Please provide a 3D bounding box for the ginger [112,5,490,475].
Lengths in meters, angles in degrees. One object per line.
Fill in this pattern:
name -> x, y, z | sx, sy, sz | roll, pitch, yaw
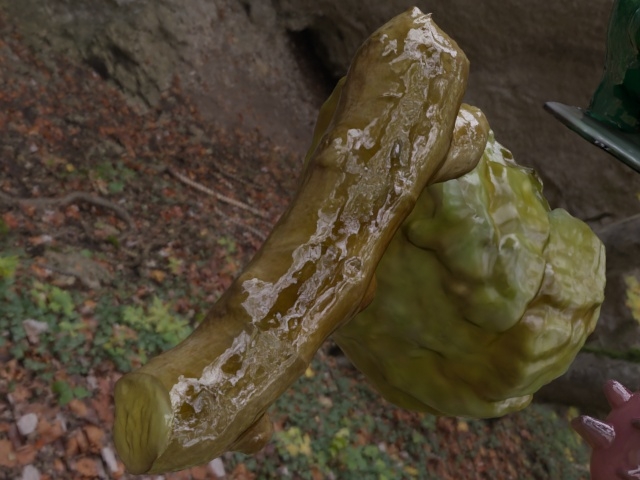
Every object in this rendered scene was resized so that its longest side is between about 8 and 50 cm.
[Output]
ginger -> -0.002, -0.001, 0.417 | 0.065, 0.299, 0.118 | 13, -33, 48

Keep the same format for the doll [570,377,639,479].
doll -> 0.344, 0.233, 0.766 | 0.211, 0.262, 0.093 | 47, -16, 15

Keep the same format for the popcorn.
popcorn -> 0.100, 0.023, 0.778 | 0.334, 0.292, 0.293 | 47, 12, 29

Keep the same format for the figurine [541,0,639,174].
figurine -> 0.386, -0.210, 0.716 | 0.231, 0.340, 0.323 | 16, 23, -41
